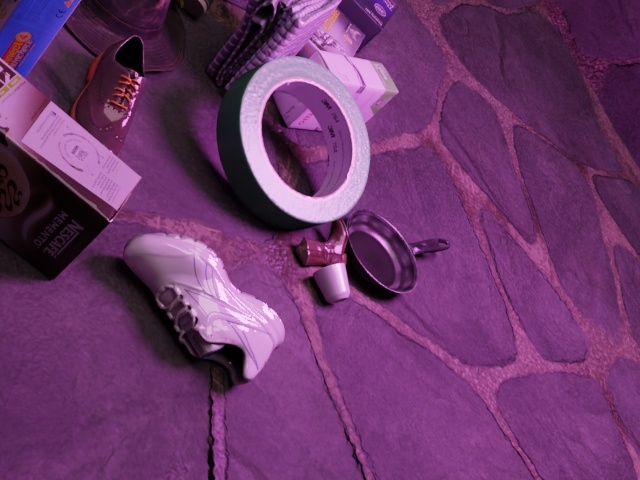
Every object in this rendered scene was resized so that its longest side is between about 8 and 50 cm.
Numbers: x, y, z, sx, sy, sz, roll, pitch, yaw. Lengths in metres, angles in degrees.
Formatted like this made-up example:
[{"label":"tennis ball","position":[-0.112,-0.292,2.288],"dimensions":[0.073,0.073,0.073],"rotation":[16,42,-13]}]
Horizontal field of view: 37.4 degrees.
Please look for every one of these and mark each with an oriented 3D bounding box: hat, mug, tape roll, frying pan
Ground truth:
[{"label":"hat","position":[-0.349,-0.475,1.757],"dimensions":[0.331,0.134,0.331],"rotation":[30,39,-28]},{"label":"mug","position":[0.030,0.081,1.748],"dimensions":[0.078,0.062,0.064],"rotation":[-6,72,-44]},{"label":"tape roll","position":[-0.045,-0.183,1.784],"dimensions":[0.321,0.077,0.321],"rotation":[11,73,-39]},{"label":"frying pan","position":[0.146,0.003,1.955],"dimensions":[0.197,0.053,0.326],"rotation":[51,33,-1]}]

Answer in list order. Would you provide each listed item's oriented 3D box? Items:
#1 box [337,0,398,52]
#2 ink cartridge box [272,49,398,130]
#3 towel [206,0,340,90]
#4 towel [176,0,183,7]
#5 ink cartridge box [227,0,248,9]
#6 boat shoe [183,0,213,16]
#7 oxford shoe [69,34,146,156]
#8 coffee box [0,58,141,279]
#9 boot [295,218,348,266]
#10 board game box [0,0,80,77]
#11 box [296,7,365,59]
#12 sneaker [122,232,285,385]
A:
[{"label":"box","position":[0.057,-0.626,2.385],"dimensions":[0.261,0.103,0.184],"rotation":[44,38,-11]},{"label":"ink cartridge box","position":[0.032,-0.312,2.015],"dimensions":[0.219,0.160,0.092],"rotation":[0,58,-49]},{"label":"towel","position":[-0.097,-0.431,1.915],"dimensions":[0.121,0.235,0.283],"rotation":[45,34,-3]},{"label":"towel","position":[-0.300,-0.505,1.891],"dimensions":[0.083,0.009,0.060],"rotation":[46,-19,43]},{"label":"ink cartridge box","position":[-0.256,-0.651,2.085],"dimensions":[0.275,0.060,0.239],"rotation":[16,47,-40]},{"label":"boat shoe","position":[-0.296,-0.554,1.928],"dimensions":[0.206,0.075,0.065],"rotation":[48,55,-18]},{"label":"oxford shoe","position":[-0.346,-0.238,1.569],"dimensions":[0.097,0.098,0.271],"rotation":[27,45,-33]},{"label":"coffee box","position":[-0.423,-0.108,1.308],"dimensions":[0.297,0.168,0.119],"rotation":[41,36,-14]},{"label":"boot","position":[0.000,0.000,1.791],"dimensions":[0.114,0.037,0.106],"rotation":[8,70,-41]},{"label":"board game box","position":[-0.471,-0.434,1.427],"dimensions":[0.086,0.308,0.302],"rotation":[3,57,-46]},{"label":"box","position":[0.001,-0.489,2.232],"dimensions":[0.183,0.056,0.231],"rotation":[42,36,-12]},{"label":"sneaker","position":[-0.183,0.102,1.449],"dimensions":[0.297,0.111,0.129],"rotation":[40,42,-15]}]
